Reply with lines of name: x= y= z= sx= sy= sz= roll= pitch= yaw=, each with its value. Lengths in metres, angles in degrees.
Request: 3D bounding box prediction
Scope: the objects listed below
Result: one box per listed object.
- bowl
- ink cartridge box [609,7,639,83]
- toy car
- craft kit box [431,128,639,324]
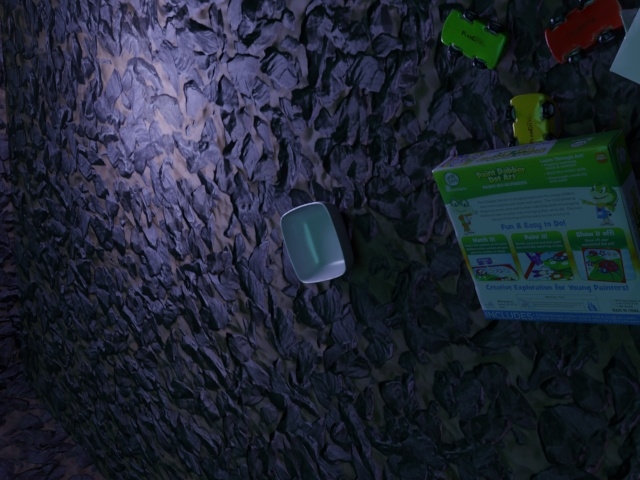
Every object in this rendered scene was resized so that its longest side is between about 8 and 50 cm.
bowl: x=0.000 y=0.000 z=1.264 sx=0.142 sy=0.053 sz=0.142 roll=-16 pitch=94 yaw=47
ink cartridge box: x=0.397 y=-0.208 z=0.755 sx=0.143 sy=0.092 sz=0.090 roll=38 pitch=129 yaw=31
toy car: x=0.260 y=-0.241 z=0.911 sx=0.225 sy=0.053 sz=0.239 roll=40 pitch=129 yaw=29
craft kit box: x=0.297 y=-0.007 z=0.920 sx=0.250 sy=0.061 sz=0.246 roll=-3 pitch=119 yaw=45
